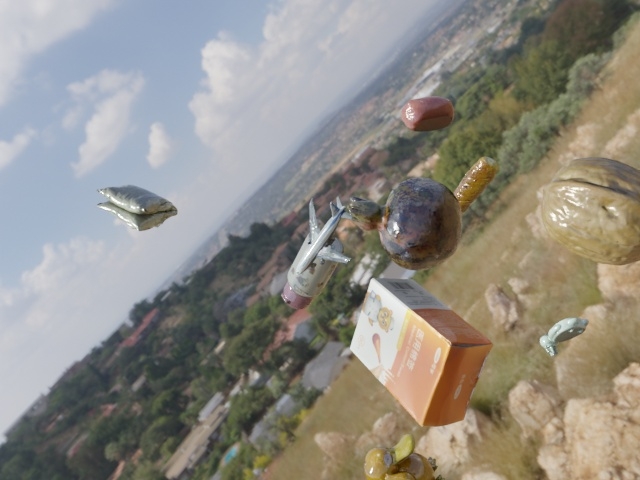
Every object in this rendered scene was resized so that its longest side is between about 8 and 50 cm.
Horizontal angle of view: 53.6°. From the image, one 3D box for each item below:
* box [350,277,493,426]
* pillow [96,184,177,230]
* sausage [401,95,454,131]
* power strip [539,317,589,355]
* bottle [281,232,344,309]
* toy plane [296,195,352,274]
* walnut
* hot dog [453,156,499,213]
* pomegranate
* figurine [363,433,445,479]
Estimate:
[{"bbox_3d":[0.237,0.262,1.556,0.341,0.144,0.224,42,122,54],"label":"box"},{"bbox_3d":[-0.479,-0.091,1.646,0.134,0.181,0.077,-24,-48,-53],"label":"pillow"},{"bbox_3d":[0.189,-0.225,1.114,0.094,0.054,0.059,-11,-31,-15],"label":"sausage"},{"bbox_3d":[0.370,0.146,0.961,0.083,0.055,0.035,-51,40,44],"label":"power strip"},{"bbox_3d":[-0.029,0.090,1.736,0.233,0.110,0.110,-63,-3,32],"label":"bottle"},{"bbox_3d":[0.003,-0.001,1.512,0.226,0.058,0.226,58,133,41],"label":"toy plane"},{"bbox_3d":[0.604,-0.064,1.356,0.225,0.261,0.225,-56,-20,-32],"label":"walnut"},{"bbox_3d":[0.502,-0.173,2.100,0.285,0.088,0.061,107,179,-58],"label":"hot dog"},{"bbox_3d":[0.243,-0.058,1.876,0.285,0.341,0.284,-171,90,-89],"label":"pomegranate"},{"bbox_3d":[0.262,0.734,2.017,0.215,0.228,0.215,-37,15,12],"label":"figurine"}]
